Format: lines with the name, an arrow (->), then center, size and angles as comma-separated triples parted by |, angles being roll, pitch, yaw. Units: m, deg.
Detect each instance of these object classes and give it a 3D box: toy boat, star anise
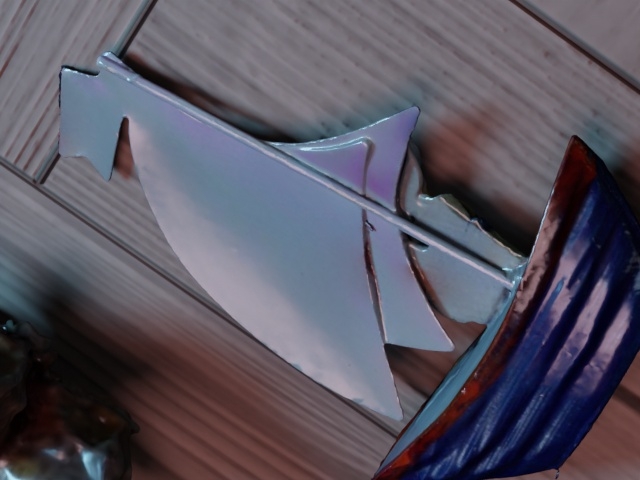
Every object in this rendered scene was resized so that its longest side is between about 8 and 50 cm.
toy boat -> 0.010, 0.026, 0.862 | 0.318, 0.072, 0.219 | 9, 121, 18
star anise -> -0.195, 0.089, 0.952 | 0.223, 0.109, 0.236 | -3, 138, 48
